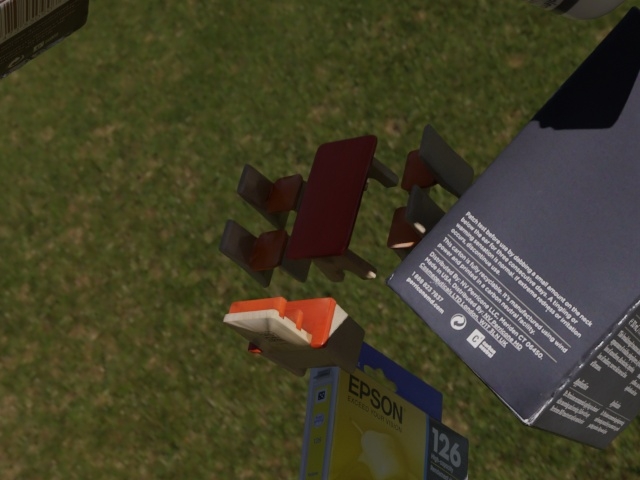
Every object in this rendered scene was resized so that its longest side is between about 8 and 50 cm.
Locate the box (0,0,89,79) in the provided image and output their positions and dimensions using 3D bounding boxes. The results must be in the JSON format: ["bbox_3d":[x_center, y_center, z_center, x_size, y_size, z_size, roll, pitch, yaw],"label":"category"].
[{"bbox_3d":[-0.330,-0.263,1.038,0.168,0.203,0.167,-37,-3,-20],"label":"box"}]

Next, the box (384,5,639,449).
[{"bbox_3d":[0.272,0.012,1.066,0.312,0.343,0.179,-47,64,6],"label":"box"}]

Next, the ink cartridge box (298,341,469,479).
[{"bbox_3d":[0.094,0.282,1.555,0.072,0.303,0.307,-19,50,37],"label":"ink cartridge box"}]

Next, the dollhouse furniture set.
[{"bbox_3d":[0.000,0.000,1.218,0.262,0.135,0.259,-9,54,38],"label":"dollhouse furniture set"}]

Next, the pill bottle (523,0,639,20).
[{"bbox_3d":[0.147,-0.258,0.796,0.318,0.176,0.176,19,53,-5],"label":"pill bottle"}]
